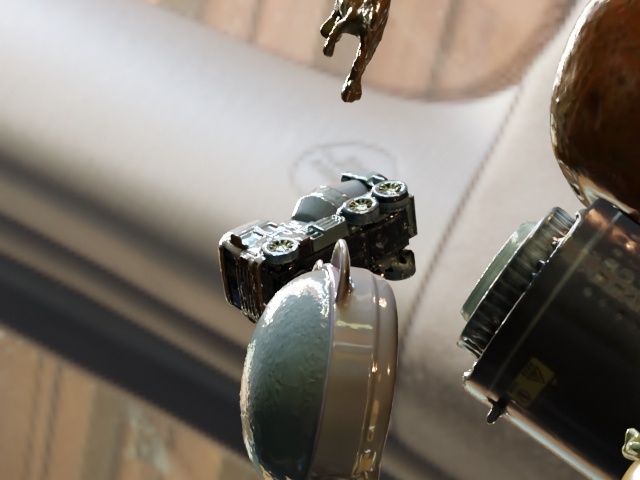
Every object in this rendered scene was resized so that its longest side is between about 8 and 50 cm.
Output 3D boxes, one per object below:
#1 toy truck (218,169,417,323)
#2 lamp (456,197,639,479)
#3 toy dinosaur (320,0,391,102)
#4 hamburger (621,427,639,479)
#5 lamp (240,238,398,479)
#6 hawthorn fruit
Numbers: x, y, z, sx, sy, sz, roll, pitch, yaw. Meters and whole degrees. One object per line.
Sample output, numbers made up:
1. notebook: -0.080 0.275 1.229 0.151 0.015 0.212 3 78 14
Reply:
1. toy truck: 0.000 0.000 2.086 0.140 0.256 0.108 26 -47 45
2. lamp: 0.246 0.105 1.580 0.205 0.272 0.374 112 -3 -54
3. toy dinosaur: 0.034 -0.167 1.215 0.126 0.039 0.162 119 -12 -60
4. hamburger: 0.310 0.213 1.226 0.274 0.212 0.274 52 0 0
5. lamp: -0.004 0.128 1.350 0.179 0.108 0.246 118 -26 -80
6. hawthorn fruit: 0.330 -0.103 1.751 0.298 0.277 0.277 -59 -146 -5
